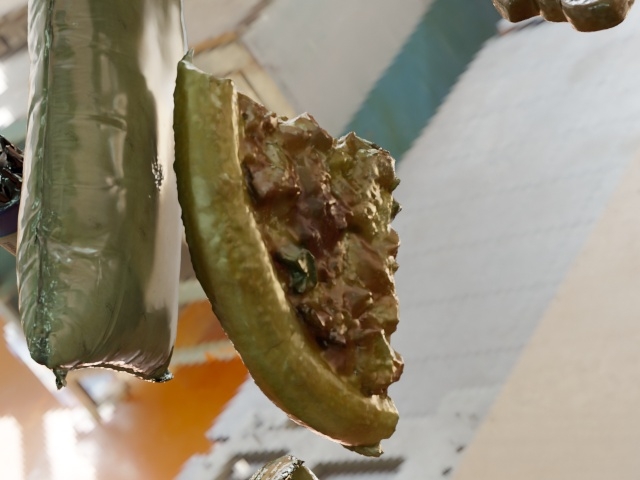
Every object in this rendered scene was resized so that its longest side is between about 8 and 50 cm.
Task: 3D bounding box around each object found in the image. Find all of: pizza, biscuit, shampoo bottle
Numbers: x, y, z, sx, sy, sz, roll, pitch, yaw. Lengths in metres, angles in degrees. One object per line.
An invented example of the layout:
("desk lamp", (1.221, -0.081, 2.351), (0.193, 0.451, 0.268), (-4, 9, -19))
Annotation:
("pizza", (0.000, 0.000, 0.980), (0.058, 0.292, 0.197), (-7, 25, 38))
("biscuit", (0.316, -0.325, 1.650), (0.301, 0.043, 0.278), (-32, 34, 6))
("shampoo bottle", (-0.200, -0.016, 1.192), (0.087, 0.183, 0.050), (-35, 48, 10))

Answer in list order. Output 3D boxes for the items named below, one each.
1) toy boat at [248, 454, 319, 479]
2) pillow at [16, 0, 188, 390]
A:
("toy boat", (-0.054, 0.199, 0.926), (0.088, 0.068, 0.226), (-39, 7, 26))
("pillow", (-0.127, -0.060, 0.933), (0.075, 0.302, 0.185), (-3, -8, 16))
